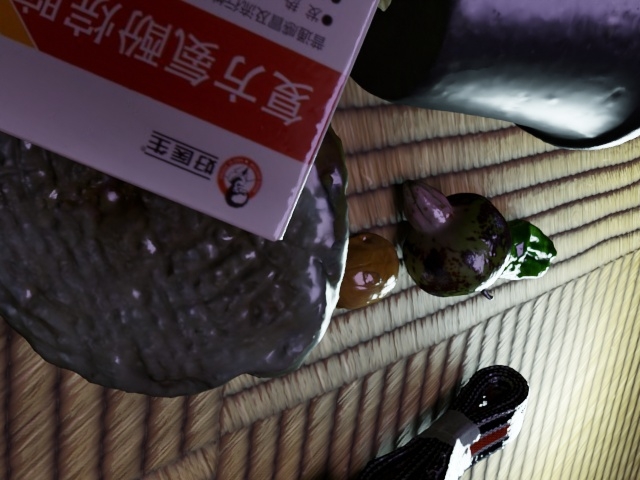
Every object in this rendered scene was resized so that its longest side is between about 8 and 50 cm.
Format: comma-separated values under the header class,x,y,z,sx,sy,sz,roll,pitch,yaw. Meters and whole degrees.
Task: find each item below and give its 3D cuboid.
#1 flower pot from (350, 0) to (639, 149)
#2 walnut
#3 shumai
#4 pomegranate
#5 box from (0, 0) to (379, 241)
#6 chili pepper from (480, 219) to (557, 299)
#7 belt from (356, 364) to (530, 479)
class,x,y,z,sx,sy,sz,roll,pitch,yaw
flower pot,0.161,-0.254,0.861,0.251,0.379,0.379,-12,118,-29
walnut,0.056,0.042,1.067,0.121,0.052,0.091,-19,125,-43
shumai,-0.118,-0.059,0.725,0.263,0.303,0.309,-64,156,-72
pomegranate,0.153,-0.008,1.128,0.138,0.163,0.125,-44,179,-7
box,-0.146,-0.163,0.521,0.353,0.069,0.214,22,90,-10
chili pepper,0.275,0.019,1.310,0.257,0.074,0.100,-1,109,-52
belt,0.185,0.298,1.314,0.359,0.126,0.094,-33,127,-43
